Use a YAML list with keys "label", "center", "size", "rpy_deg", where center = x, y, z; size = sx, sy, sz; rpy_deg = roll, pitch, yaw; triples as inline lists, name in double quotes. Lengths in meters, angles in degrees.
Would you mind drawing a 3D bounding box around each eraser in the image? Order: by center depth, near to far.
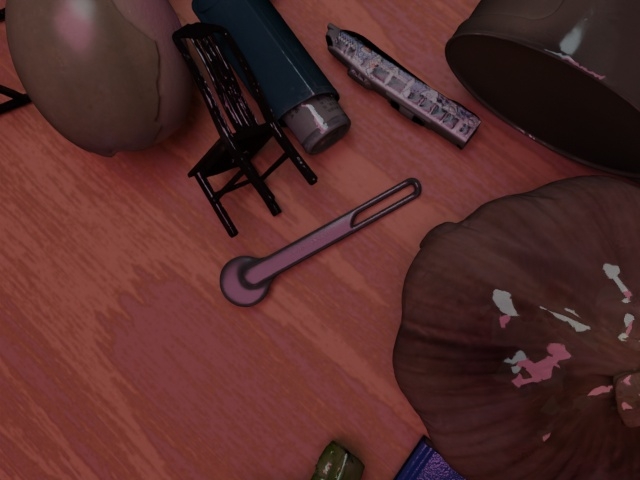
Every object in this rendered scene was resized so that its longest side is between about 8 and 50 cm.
- label: "eraser"
  center: [0.119, 0.275, 0.597]
  size: [0.063, 0.027, 0.084]
  rpy_deg: [33, 96, 8]

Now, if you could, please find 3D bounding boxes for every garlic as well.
- label: "garlic"
  center: [0.222, 0.101, 0.491]
  size: [0.322, 0.241, 0.321]
  rpy_deg: [2, 93, 32]

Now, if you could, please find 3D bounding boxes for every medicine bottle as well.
- label: "medicine bottle"
  center: [-0.049, -0.227, 0.606]
  size: [0.124, 0.079, 0.258]
  rpy_deg: [-34, 84, 18]

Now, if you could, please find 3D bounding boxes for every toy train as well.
- label: "toy train"
  center: [0.086, -0.177, 0.599]
  size: [0.208, 0.043, 0.047]
  rpy_deg: [38, 96, 9]

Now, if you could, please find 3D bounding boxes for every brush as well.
- label: "brush"
  center: [0.000, 0.000, 0.628]
  size: [0.266, 0.027, 0.062]
  rpy_deg: [-29, 85, 6]

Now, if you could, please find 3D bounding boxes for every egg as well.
- label: "egg"
  center: [-0.239, -0.213, 0.575]
  size: [0.183, 0.183, 0.217]
  rpy_deg: [-2, 128, 11]

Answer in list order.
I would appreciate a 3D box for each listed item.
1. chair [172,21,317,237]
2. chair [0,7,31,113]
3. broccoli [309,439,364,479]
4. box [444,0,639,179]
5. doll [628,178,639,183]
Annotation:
- label: "chair"
  center: [-0.106, -0.124, 0.592]
  size: [0.101, 0.084, 0.212]
  rpy_deg: [-35, 86, 48]
- label: "chair"
  center: [-0.506, -0.219, 0.665]
  size: [0.260, 0.141, 0.154]
  rpy_deg: [-17, 86, 9]
- label: "broccoli"
  center: [-0.007, 0.313, 0.566]
  size: [0.194, 0.220, 0.194]
  rpy_deg: [6, 74, -20]
- label: "box"
  center: [0.248, -0.178, 0.475]
  size: [0.226, 0.226, 0.149]
  rpy_deg: [34, 95, 9]
- label: "doll"
  center: [0.400, -0.026, 0.437]
  size: [0.159, 0.243, 0.311]
  rpy_deg: [-44, 55, 13]
